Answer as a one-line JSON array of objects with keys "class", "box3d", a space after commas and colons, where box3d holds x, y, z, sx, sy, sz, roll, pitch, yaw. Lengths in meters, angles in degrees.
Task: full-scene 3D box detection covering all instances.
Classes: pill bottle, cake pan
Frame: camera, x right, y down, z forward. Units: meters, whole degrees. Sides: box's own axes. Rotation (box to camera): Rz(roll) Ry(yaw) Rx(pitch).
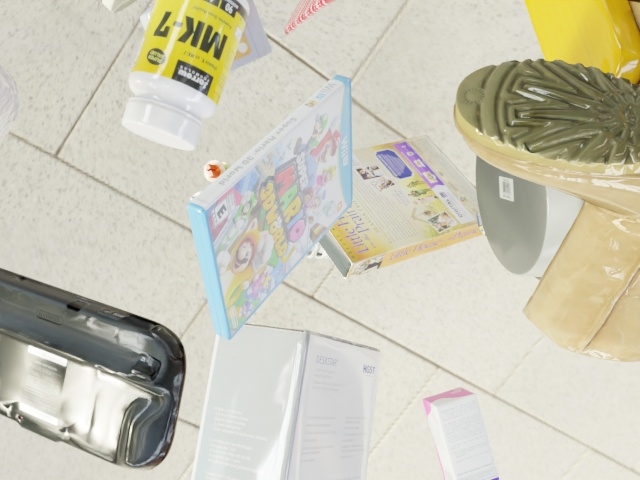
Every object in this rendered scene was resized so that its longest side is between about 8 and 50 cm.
[{"class": "pill bottle", "box3d": [-0.178, -0.232, 0.933, 0.119, 0.119, 0.208, 20, 83, -23]}, {"class": "cake pan", "box3d": [0.305, -0.076, 1.073, 0.054, 0.293, 0.293, -7, 115, -8]}]

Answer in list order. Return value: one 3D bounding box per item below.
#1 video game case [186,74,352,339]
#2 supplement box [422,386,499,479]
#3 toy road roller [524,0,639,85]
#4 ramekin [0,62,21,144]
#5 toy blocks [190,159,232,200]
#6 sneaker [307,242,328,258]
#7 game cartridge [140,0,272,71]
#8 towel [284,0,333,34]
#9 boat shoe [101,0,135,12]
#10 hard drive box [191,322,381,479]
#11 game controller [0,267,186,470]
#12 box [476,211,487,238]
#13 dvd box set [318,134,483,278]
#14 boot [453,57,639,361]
[{"class": "video game case", "box3d": [-0.025, -0.025, 0.497, 0.166, 0.015, 0.119, -48, 149, -37]}, {"class": "supplement box", "box3d": [0.341, 0.485, 1.749, 0.114, 0.111, 0.219, -16, 91, -9]}, {"class": "toy road roller", "box3d": [0.331, -0.285, 0.659, 0.203, 0.241, 0.329, -3, 74, -27]}, {"class": "ramekin", "box3d": [-0.403, -0.157, 0.711, 0.207, 0.207, 0.109, 41, 70, -27]}, {"class": "toy blocks", "box3d": [-0.249, -0.120, 1.596, 0.054, 0.148, 0.123, 11, 97, 12]}, {"class": "sneaker", "box3d": [0.000, 0.000, 1.655, 0.297, 0.129, 0.111, 23, 130, 2]}, {"class": "game cartridge", "box3d": [-0.235, -0.449, 1.518, 0.297, 0.062, 0.198, -40, 120, -43]}, {"class": "towel", "box3d": [0.021, -0.523, 1.429, 0.031, 0.275, 0.198, 32, 80, -19]}, {"class": "boat shoe", "box3d": [-0.092, -0.176, 0.412, 0.042, 0.133, 0.049, 43, 136, -5]}, {"class": "hard drive box", "box3d": [-0.028, 0.199, 0.640, 0.181, 0.089, 0.232, 30, 67, -62]}, {"class": "game controller", "box3d": [-0.294, 0.138, 0.795, 0.319, 0.067, 0.166, 16, 108, 21]}, {"class": "box", "box3d": [0.404, -0.059, 1.437, 0.169, 0.054, 0.059, -28, 120, 24]}, {"class": "dvd box set", "box3d": [0.156, -0.090, 1.611, 0.421, 0.307, 0.062, -17, 144, -30]}, {"class": "boot", "box3d": [0.204, -0.001, 0.565, 0.236, 0.089, 0.269, 14, 147, 9]}]
